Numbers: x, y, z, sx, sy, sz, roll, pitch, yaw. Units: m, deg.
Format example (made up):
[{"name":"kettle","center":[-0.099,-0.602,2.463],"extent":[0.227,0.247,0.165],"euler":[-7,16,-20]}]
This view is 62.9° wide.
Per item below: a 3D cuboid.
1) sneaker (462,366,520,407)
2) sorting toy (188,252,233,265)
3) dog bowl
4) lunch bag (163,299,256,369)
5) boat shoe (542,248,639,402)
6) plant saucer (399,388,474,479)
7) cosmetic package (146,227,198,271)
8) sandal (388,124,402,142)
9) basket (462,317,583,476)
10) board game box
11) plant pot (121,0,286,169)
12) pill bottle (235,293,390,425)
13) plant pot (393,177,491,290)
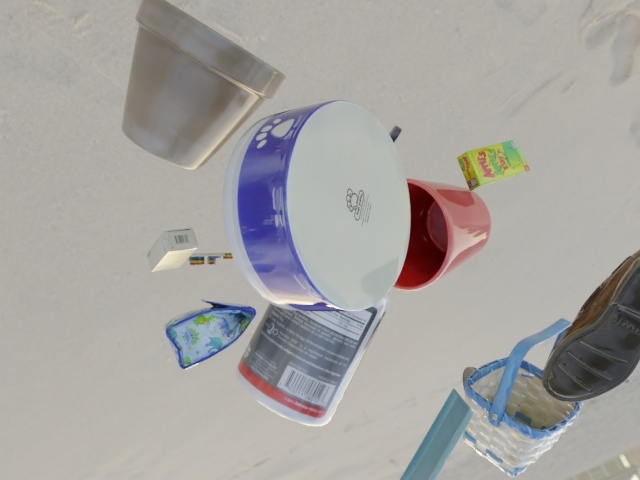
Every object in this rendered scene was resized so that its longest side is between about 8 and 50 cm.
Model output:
[{"name":"sneaker","center":[0.468,0.417,1.355],"extent":[0.118,0.222,0.083],"euler":[-9,139,-27]},{"name":"sorting toy","center":[-0.453,0.072,1.999],"extent":[0.274,0.046,0.132],"euler":[0,178,-24]},{"name":"dog bowl","center":[0.008,-0.041,0.676],"extent":[0.104,0.265,0.265],"euler":[-4,169,39]},{"name":"lunch bag","center":[-0.191,0.151,0.918],"extent":[0.151,0.096,0.129],"euler":[-22,-178,-18]},{"name":"boat shoe","center":[0.490,0.144,0.880],"extent":[0.307,0.110,0.104],"euler":[-60,169,26]},{"name":"plant saucer","center":[0.172,0.321,0.792],"extent":[0.018,0.067,0.192],"euler":[26,96,-11]},{"name":"cosmetic package","center":[-0.278,0.018,0.979],"extent":[0.060,0.041,0.115],"euler":[-8,164,-38]},{"name":"sandal","center":[0.209,-0.278,1.817],"extent":[0.054,0.097,0.254],"euler":[33,119,-7]},{"name":"basket","center":[0.416,0.309,1.072],"extent":[0.254,0.201,0.289],"euler":[-6,120,-43]},{"name":"board game box","center":[0.443,-0.195,1.337],"extent":[0.181,0.092,0.043],"euler":[-17,174,-27]},{"name":"plant pot","center":[-0.279,-0.318,1.131],"extent":[0.323,0.323,0.280],"euler":[14,111,-50]},{"name":"pill bottle","center":[0.006,0.145,1.009],"extent":[0.210,0.210,0.363],"euler":[30,88,-57]},{"name":"plant pot","center":[0.279,-0.028,1.304],"extent":[0.243,0.275,0.275],"euler":[-10,153,-41]}]
